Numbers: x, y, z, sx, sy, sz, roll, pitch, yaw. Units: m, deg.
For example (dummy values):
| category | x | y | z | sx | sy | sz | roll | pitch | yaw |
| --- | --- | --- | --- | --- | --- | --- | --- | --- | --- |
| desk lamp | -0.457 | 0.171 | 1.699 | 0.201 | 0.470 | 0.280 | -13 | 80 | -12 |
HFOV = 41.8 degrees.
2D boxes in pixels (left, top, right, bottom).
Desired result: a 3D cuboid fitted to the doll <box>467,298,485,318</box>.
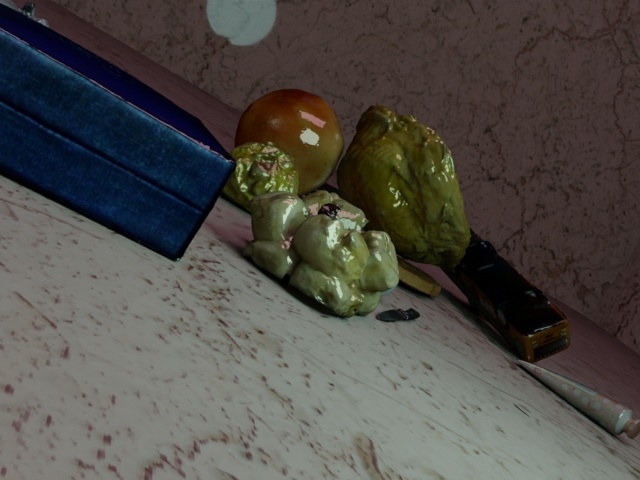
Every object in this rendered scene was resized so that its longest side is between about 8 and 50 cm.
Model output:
| category | x | y | z | sx | sy | sz | roll | pitch | yaw |
| --- | --- | --- | --- | --- | --- | --- | --- | --- | --- |
| doll | 0.333 | 0.105 | 1.666 | 0.073 | 0.084 | 0.127 | 33 | 16 | -9 |

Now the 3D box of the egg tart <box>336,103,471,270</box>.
| category | x | y | z | sx | sy | sz | roll | pitch | yaw |
| --- | --- | --- | --- | --- | --- | --- | --- | --- | --- |
| egg tart | 0.138 | -0.074 | 1.521 | 0.351 | 0.153 | 0.339 | 49 | -17 | 42 |

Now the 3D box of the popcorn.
| category | x | y | z | sx | sy | sz | roll | pitch | yaw |
| --- | --- | --- | --- | --- | --- | --- | --- | --- | --- |
| popcorn | -0.086 | -0.091 | 1.211 | 0.121 | 0.106 | 0.116 | 37 | 0 | 38 |

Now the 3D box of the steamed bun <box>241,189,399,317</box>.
| category | x | y | z | sx | sy | sz | roll | pitch | yaw |
| --- | --- | --- | --- | --- | --- | --- | --- | --- | --- |
| steamed bun | 0.000 | 0.000 | 0.958 | 0.192 | 0.106 | 0.177 | 34 | 6 | 26 |

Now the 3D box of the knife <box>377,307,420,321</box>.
| category | x | y | z | sx | sy | sz | roll | pitch | yaw |
| --- | --- | --- | --- | --- | --- | --- | --- | --- | --- |
| knife | 0.101 | 0.097 | 1.093 | 0.023 | 0.010 | 0.170 | 35 | 10 | 19 |

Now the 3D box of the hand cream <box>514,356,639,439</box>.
| category | x | y | z | sx | sy | sz | roll | pitch | yaw |
| --- | --- | --- | --- | --- | --- | --- | --- | --- | --- |
| hand cream | 0.385 | 0.230 | 1.260 | 0.067 | 0.043 | 0.210 | 23 | 6 | -46 |

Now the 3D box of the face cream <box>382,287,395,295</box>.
| category | x | y | z | sx | sy | sz | roll | pitch | yaw |
| --- | --- | --- | --- | --- | --- | --- | --- | --- | --- |
| face cream | 0.064 | 0.026 | 1.218 | 0.084 | 0.057 | 0.198 | 31 | 8 | -13 |

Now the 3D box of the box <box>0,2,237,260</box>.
| category | x | y | z | sx | sy | sz | roll | pitch | yaw |
| --- | --- | --- | --- | --- | --- | --- | --- | --- | --- |
| box | -0.235 | -0.122 | 0.814 | 0.262 | 0.116 | 0.279 | 28 | 7 | -22 |

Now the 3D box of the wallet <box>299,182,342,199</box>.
| category | x | y | z | sx | sy | sz | roll | pitch | yaw |
| --- | --- | --- | --- | --- | --- | --- | --- | --- | --- |
| wallet | 0.001 | -0.102 | 1.823 | 0.197 | 0.051 | 0.377 | 28 | 7 | -5 |

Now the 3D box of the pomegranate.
| category | x | y | z | sx | sy | sz | roll | pitch | yaw |
| --- | --- | --- | --- | --- | --- | --- | --- | --- | --- |
| pomegranate | -0.059 | -0.175 | 1.538 | 0.209 | 0.209 | 0.209 | 31 | 8 | -5 |

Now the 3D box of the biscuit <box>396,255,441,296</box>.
| category | x | y | z | sx | sy | sz | roll | pitch | yaw |
| --- | --- | --- | --- | --- | --- | --- | --- | --- | --- |
| biscuit | 0.139 | 0.053 | 1.445 | 0.142 | 0.028 | 0.221 | 34 | 6 | 19 |

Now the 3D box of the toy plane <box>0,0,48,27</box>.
| category | x | y | z | sx | sy | sz | roll | pitch | yaw |
| --- | --- | --- | --- | --- | --- | --- | --- | --- | --- |
| toy plane | -0.491 | -0.330 | 1.248 | 0.174 | 0.080 | 0.174 | 12 | 12 | -3 |

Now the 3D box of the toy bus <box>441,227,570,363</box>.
| category | x | y | z | sx | sy | sz | roll | pitch | yaw |
| --- | --- | --- | --- | --- | --- | --- | --- | --- | --- |
| toy bus | 0.319 | 0.086 | 1.530 | 0.409 | 0.093 | 0.092 | -122 | -169 | -62 |
